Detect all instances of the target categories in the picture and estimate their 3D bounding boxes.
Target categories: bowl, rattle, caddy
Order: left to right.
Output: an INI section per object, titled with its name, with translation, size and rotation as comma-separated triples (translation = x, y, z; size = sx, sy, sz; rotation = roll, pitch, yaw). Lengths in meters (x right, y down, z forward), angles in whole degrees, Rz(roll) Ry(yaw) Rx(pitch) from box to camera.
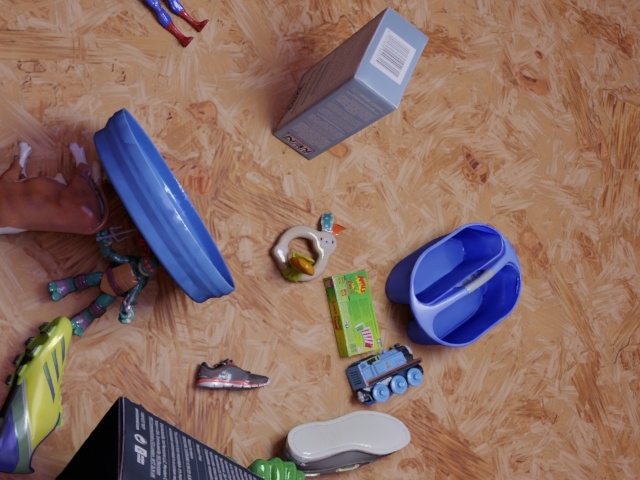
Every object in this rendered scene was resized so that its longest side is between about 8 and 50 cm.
[bowl]
translation = -0.289, -0.057, 1.521
size = 0.077, 0.391, 0.391
rotation = -31, 96, -3
[rattle]
translation = 0.000, 0.000, 1.797
size = 0.199, 0.143, 0.130
rotation = -30, 77, -24
[caddy]
translation = 0.322, 0.105, 1.927
size = 0.341, 0.179, 0.241
rotation = -31, 97, -30

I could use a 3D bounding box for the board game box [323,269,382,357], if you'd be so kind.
[board game box]
translation = 0.073, 0.164, 1.855
size = 0.092, 0.043, 0.181
rotation = -10, 85, -30

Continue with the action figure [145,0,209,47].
[action figure]
translation = -0.349, -0.545, 1.712
size = 0.280, 0.139, 0.091
rotation = 41, 63, -14

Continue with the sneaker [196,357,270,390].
[sneaker]
translation = -0.175, 0.273, 1.691
size = 0.157, 0.061, 0.065
rotation = 7, 71, -28

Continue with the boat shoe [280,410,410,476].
[boat shoe]
translation = 0.052, 0.439, 1.764
size = 0.304, 0.091, 0.109
rotation = 0, 43, -31

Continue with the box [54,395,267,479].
[box]
translation = -0.266, 0.602, 1.339
size = 0.471, 0.297, 0.480
rotation = 35, 95, -20

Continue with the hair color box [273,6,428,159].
[hair color box]
translation = 0.054, -0.320, 1.747
size = 0.113, 0.374, 0.185
rotation = 33, 66, -19

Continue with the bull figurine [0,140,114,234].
[bull figurine]
translation = -0.523, -0.083, 1.498
size = 0.310, 0.101, 0.189
rotation = 6, 65, 4

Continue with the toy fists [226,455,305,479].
[toy fists]
translation = -0.165, 0.475, 1.594
size = 0.279, 0.142, 0.096
rotation = 11, 51, -26

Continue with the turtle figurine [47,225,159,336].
[turtle figurine]
translation = -0.382, 0.077, 1.531
size = 0.175, 0.234, 0.118
rotation = 65, 16, 13

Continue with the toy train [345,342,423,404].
[toy train]
translation = 0.150, 0.299, 1.853
size = 0.184, 0.080, 0.105
rotation = -19, 84, -30

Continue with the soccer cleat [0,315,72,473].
[soccer cleat]
translation = -0.509, 0.280, 1.490
size = 0.121, 0.093, 0.289
rotation = 30, 70, -27
